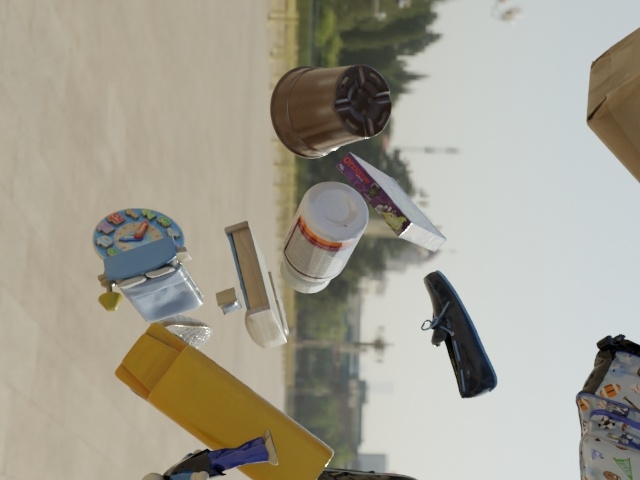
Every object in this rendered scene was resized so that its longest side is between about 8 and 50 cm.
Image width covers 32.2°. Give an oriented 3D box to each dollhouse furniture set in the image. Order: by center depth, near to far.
[{"bbox_3d":[-0.232,0.145,2.090,0.286,0.303,0.198,70,4,-56],"label":"dollhouse furniture set"}]

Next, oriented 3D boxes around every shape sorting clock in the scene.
[{"bbox_3d":[-0.409,-0.004,2.491,0.206,0.206,0.040,-90,-175,-49],"label":"shape sorting clock"}]

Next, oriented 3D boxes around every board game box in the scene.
[{"bbox_3d":[0.163,-0.078,2.434,0.056,0.208,0.347,-47,163,9],"label":"board game box"}]

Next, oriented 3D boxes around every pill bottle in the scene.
[{"bbox_3d":[0.000,0.000,1.984,0.221,0.121,0.121,117,-22,-56],"label":"pill bottle"}]

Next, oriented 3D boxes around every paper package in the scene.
[{"bbox_3d":[0.587,-0.169,1.771,0.168,0.325,0.309,-39,-171,27],"label":"paper package"}]

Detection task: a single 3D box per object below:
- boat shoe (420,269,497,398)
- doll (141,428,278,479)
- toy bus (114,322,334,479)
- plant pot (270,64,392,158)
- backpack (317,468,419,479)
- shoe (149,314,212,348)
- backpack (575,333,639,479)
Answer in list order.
[{"bbox_3d":[0.252,0.181,2.136,0.109,0.089,0.258,75,-10,-70],"label":"boat shoe"},{"bbox_3d":[-0.153,0.306,1.494,0.129,0.189,0.046,-134,-153,-83],"label":"doll"},{"bbox_3d":[-0.146,0.255,1.637,0.108,0.333,0.130,-53,177,-10],"label":"toy bus"},{"bbox_3d":[0.027,-0.232,1.922,0.165,0.167,0.167,-3,-96,54],"label":"plant pot"},{"bbox_3d":[0.074,0.498,1.833,0.225,0.254,0.191,-70,147,-48],"label":"backpack"},{"bbox_3d":[-0.311,0.191,2.454,0.058,0.076,0.219,50,10,25],"label":"shoe"},{"bbox_3d":[0.526,0.309,1.692,0.213,0.263,0.276,-63,151,-32],"label":"backpack"}]
